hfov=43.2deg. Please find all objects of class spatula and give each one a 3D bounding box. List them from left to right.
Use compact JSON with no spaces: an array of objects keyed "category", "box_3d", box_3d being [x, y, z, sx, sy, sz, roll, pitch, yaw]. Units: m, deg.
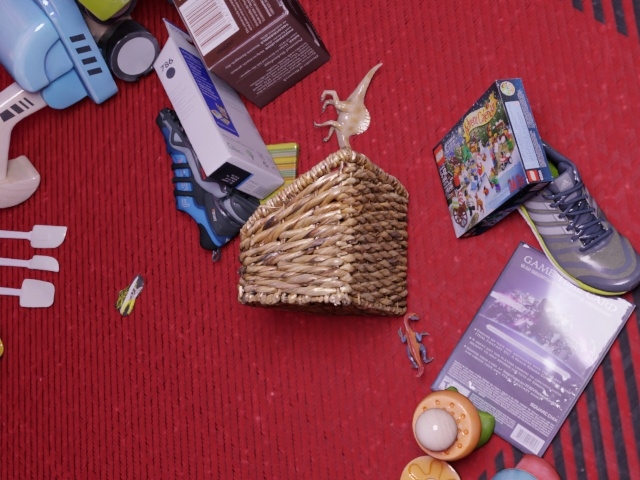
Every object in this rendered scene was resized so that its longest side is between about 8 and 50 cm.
[{"category":"spatula","box_3d":[-0.630,0.049,1.655,0.241,0.019,0.168,2,82,23]}]

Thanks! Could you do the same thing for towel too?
[{"category":"towel","box_3d":[-0.089,-0.056,1.451,0.102,0.021,0.238,-1,81,28]}]

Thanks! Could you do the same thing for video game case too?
[{"category":"video game case","box_3d":[0.320,0.165,1.235,0.196,0.026,0.274,32,93,24]}]

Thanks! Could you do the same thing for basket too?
[{"category":"basket","box_3d":[0.000,0.000,1.249,0.213,0.299,0.223,-2,82,24]}]

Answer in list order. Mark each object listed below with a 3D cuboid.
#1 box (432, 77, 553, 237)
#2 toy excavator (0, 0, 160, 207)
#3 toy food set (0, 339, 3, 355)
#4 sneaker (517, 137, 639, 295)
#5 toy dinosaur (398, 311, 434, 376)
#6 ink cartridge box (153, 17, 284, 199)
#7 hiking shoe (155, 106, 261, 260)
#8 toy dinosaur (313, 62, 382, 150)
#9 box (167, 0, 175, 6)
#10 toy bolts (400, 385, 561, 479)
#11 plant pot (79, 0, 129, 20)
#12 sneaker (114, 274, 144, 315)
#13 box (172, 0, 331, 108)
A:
[{"category":"box","box_3d":[0.250,-0.116,1.215,0.044,0.233,0.159,-9,74,-19]},{"category":"toy excavator","box_3d":[-0.545,-0.316,1.548,0.445,0.433,0.222,-35,58,-15]},{"category":"toy food set","box_3d":[-0.734,0.216,1.648,0.217,0.071,0.128,28,68,22]},{"category":"sneaker","box_3d":[0.359,-0.045,1.192,0.111,0.121,0.300,-37,69,-5]},{"category":"toy dinosaur","box_3d":[0.153,0.158,1.285,0.047,0.090,0.082,-20,105,3]},{"category":"ink cartridge box","box_3d":[-0.192,-0.233,1.434,0.065,0.165,0.333,-37,62,20]},{"category":"hiking shoe","box_3d":[-0.237,-0.117,1.472,0.132,0.113,0.304,-46,61,19]},{"category":"toy dinosaur","box_3d":[0.046,-0.229,1.417,0.092,0.053,0.183,20,96,9]},{"category":"box","box_3d":[-0.254,-0.521,1.464,0.143,0.270,0.165,43,98,20]},{"category":"toy bolts","box_3d":[0.208,0.350,1.158,0.228,0.158,0.218,32,101,24]},{"category":"plant pot","box_3d":[-0.345,-0.520,1.238,0.207,0.227,0.228,-32,72,6]},{"category":"sneaker","box_3d":[-0.365,0.100,1.528,0.035,0.031,0.083,27,91,25]},{"category":"box","box_3d":[-0.117,-0.371,1.417,0.167,0.203,0.169,-33,70,14]}]
